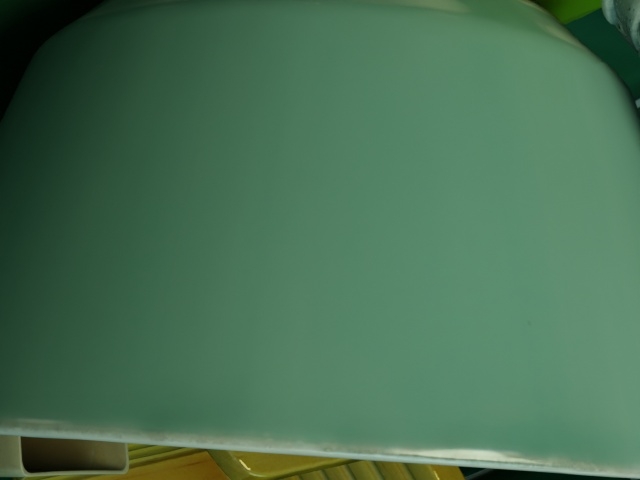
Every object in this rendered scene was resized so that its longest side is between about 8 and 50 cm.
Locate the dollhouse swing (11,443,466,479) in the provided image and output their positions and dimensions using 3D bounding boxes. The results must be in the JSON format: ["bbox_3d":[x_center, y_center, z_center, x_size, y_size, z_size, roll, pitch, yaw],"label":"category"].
[{"bbox_3d":[-0.044,0.266,1.227,0.315,0.305,0.347,-8,162,-34],"label":"dollhouse swing"}]

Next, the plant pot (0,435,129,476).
[{"bbox_3d":[-0.185,0.088,0.851,0.096,0.109,0.109,-12,168,24],"label":"plant pot"}]

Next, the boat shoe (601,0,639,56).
[{"bbox_3d":[0.207,-0.082,0.577,0.320,0.103,0.118,-15,150,-54],"label":"boat shoe"}]

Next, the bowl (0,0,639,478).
[{"bbox_3d":[0.000,0.000,0.543,0.311,0.163,0.311,3,171,0],"label":"bowl"}]

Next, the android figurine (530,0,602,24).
[{"bbox_3d":[0.137,-0.146,0.505,0.248,0.056,0.273,-22,166,13],"label":"android figurine"}]
